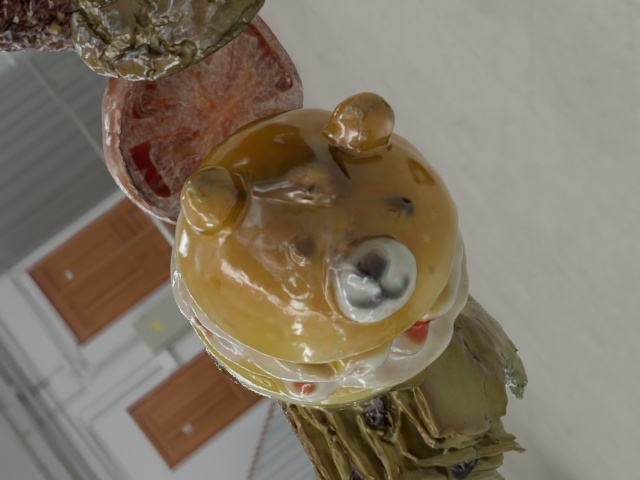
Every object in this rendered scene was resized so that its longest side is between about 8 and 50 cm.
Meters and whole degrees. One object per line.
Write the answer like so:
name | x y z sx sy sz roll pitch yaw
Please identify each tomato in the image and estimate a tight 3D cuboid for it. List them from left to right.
tomato | -0.133 -0.136 1.415 0.095 0.237 0.237 24 153 46

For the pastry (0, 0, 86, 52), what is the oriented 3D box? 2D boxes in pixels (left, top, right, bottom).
pastry | -0.334 -0.245 1.456 0.115 0.208 0.097 16 106 43

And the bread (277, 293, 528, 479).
bread | 0.139 0.193 1.808 0.314 0.370 0.191 56 135 28

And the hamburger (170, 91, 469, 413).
hamburger | 0.000 0.000 1.211 0.276 0.276 0.237 49 163 25

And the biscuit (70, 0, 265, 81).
biscuit | -0.128 -0.236 1.198 0.226 0.226 0.042 46 -179 41
